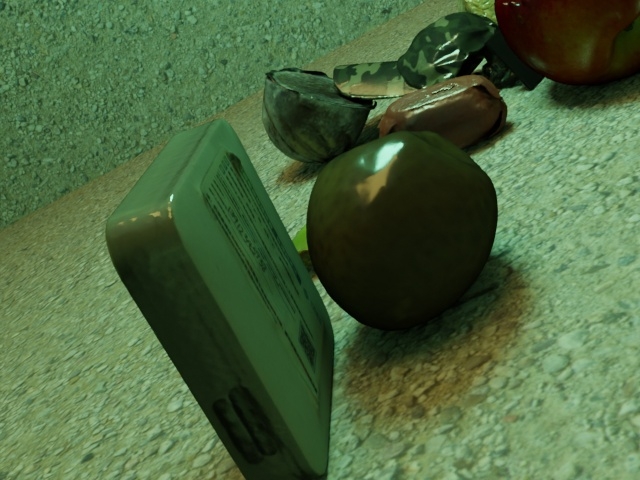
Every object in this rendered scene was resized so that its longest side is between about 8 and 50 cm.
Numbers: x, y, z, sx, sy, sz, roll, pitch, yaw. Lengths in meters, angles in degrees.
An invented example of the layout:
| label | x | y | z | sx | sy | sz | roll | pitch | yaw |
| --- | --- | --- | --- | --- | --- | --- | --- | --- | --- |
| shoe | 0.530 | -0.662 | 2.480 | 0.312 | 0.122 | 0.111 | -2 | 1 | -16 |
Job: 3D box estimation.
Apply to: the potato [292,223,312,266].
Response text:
| label | x | y | z | sx | sy | sz | roll | pitch | yaw |
| --- | --- | --- | --- | --- | --- | --- | --- | --- | --- |
| potato | 0.000 | 0.000 | 1.534 | 0.120 | 0.054 | 0.198 | -27 | 16 | 8 |

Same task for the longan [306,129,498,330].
| label | x | y | z | sx | sy | sz | roll | pitch | yaw |
| --- | --- | --- | --- | --- | --- | --- | --- | --- | --- |
| longan | 0.121 | -0.024 | 1.140 | 0.289 | 0.288 | 0.350 | -20 | 11 | 25 |

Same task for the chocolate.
| label | x | y | z | sx | sy | sz | roll | pitch | yaw |
| --- | --- | --- | --- | --- | --- | --- | --- | --- | --- |
| chocolate | -0.019 | -0.311 | 2.056 | 0.304 | 0.212 | 0.303 | 15 | 23 | -6 |

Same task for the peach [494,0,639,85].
| label | x | y | z | sx | sy | sz | roll | pitch | yaw |
| --- | --- | --- | --- | --- | --- | --- | --- | --- | --- |
| peach | 0.540 | -0.474 | 1.581 | 0.335 | 0.310 | 0.406 | -34 | 27 | 0 |

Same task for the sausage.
| label | x | y | z | sx | sy | sz | roll | pitch | yaw |
| --- | --- | --- | --- | --- | --- | --- | --- | --- | --- |
| sausage | 0.254 | -0.255 | 1.663 | 0.280 | 0.152 | 0.152 | -19 | 22 | 17 |

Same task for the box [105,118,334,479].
| label | x | y | z | sx | sy | sz | roll | pitch | yaw |
| --- | --- | --- | --- | --- | --- | --- | --- | --- | --- |
| box | -0.102 | 0.066 | 1.018 | 0.111 | 0.395 | 0.396 | -21 | 21 | 12 |

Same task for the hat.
| label | x | y | z | sx | sy | sz | roll | pitch | yaw |
| --- | --- | --- | --- | --- | --- | --- | --- | --- | --- |
| hat | 0.236 | -0.476 | 1.988 | 0.382 | 0.257 | 0.366 | 17 | 23 | 11 |

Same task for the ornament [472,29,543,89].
| label | x | y | z | sx | sy | sz | roll | pitch | yaw |
| --- | --- | --- | --- | --- | --- | --- | --- | --- | --- |
| ornament | 0.436 | -0.408 | 1.895 | 0.166 | 0.153 | 0.196 | -43 | 1 | -35 |

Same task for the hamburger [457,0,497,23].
| label | x | y | z | sx | sy | sz | roll | pitch | yaw |
| --- | --- | --- | --- | --- | --- | --- | --- | --- | --- |
| hamburger | 0.529 | -0.689 | 2.193 | 0.286 | 0.243 | 0.146 | -12 | 20 | 3 |
